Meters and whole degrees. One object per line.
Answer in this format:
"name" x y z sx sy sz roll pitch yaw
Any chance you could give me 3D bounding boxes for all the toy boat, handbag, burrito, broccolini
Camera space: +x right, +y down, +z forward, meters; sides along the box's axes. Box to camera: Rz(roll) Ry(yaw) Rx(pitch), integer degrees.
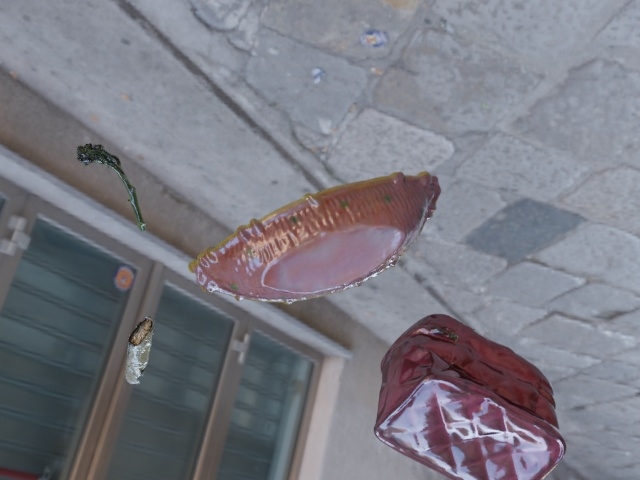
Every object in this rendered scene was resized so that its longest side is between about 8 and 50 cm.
"toy boat" 0.003 0.002 0.848 0.318 0.099 0.141 -20 120 -5
"handbag" 0.177 0.199 0.874 0.225 0.135 0.146 30 121 -11
"burrito" -0.362 0.222 1.455 0.041 0.055 0.149 22 119 9
"broccolini" -0.330 -0.091 1.195 0.054 0.052 0.194 41 167 53

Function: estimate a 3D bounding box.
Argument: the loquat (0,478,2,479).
"loquat" -0.548 0.416 0.961 0.276 0.276 0.284 28 161 -35
